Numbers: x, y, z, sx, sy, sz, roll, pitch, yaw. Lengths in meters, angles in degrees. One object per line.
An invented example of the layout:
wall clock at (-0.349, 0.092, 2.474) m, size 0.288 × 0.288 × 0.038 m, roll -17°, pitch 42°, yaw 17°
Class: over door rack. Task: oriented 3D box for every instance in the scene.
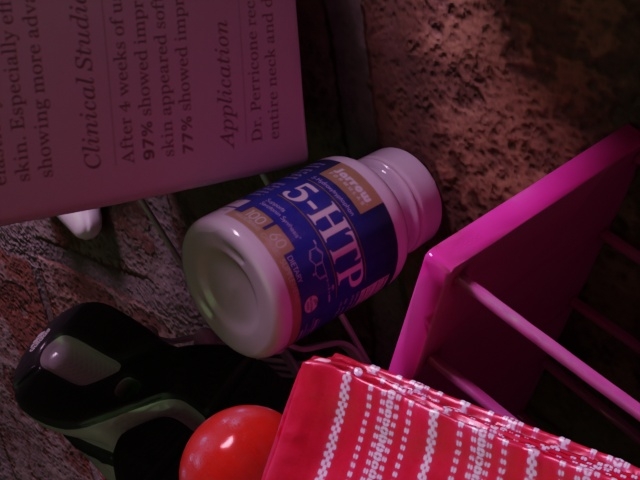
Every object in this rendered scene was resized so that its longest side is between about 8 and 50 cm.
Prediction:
over door rack at (-0.090, 0.033, 1.048) m, size 0.239 × 0.108 × 0.324 m, roll -4°, pitch 110°, yaw 51°

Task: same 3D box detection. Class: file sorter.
file sorter at (0.165, 0.119, 0.713) m, size 0.182 × 0.202 × 0.291 m, roll 39°, pitch 139°, yaw 26°

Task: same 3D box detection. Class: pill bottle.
pill bottle at (0.000, 0.000, 0.844) m, size 0.112 × 0.186 × 0.112 m, roll 30°, pitch 135°, yaw 36°

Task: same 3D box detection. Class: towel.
towel at (0.071, 0.187, 0.575) m, size 0.274 × 0.031 × 0.199 m, roll 17°, pitch 83°, yaw 33°

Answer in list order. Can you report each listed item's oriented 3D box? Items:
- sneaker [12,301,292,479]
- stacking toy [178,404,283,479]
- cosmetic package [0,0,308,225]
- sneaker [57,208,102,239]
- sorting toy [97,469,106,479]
sneaker at (-0.078, 0.218, 1.018) m, size 0.447 × 0.169 × 0.257 m, roll 24°, pitch 159°, yaw 48°
stacking toy at (0.032, 0.223, 0.671) m, size 0.330 × 0.141 × 0.141 m, roll 37°, pitch 138°, yaw 28°
cosmetic package at (-0.265, -0.194, 0.816) m, size 0.327 × 0.393 × 0.330 m, roll 10°, pitch 108°, yaw 48°
sneaker at (-0.334, -0.082, 1.280) m, size 0.212 × 0.094 × 0.080 m, roll 56°, pitch 143°, yaw 6°
sorting toy at (-0.174, 0.280, 1.334) m, size 0.255 × 0.089 × 0.257 m, roll -22°, pitch 95°, yaw 54°
